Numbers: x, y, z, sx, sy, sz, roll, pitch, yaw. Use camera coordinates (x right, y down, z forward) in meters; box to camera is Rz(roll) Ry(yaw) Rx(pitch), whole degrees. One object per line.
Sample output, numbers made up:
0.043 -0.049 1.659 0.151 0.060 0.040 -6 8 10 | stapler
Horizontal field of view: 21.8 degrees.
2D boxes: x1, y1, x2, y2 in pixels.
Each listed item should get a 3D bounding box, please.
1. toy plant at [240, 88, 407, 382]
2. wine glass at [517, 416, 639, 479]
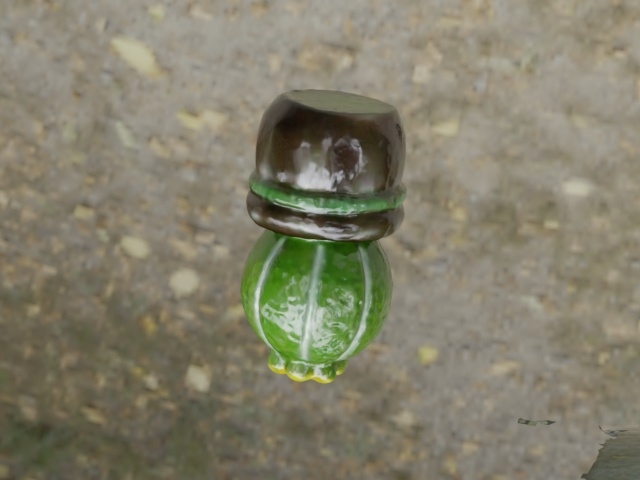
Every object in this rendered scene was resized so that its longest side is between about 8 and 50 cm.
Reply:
0.000 0.000 0.936 0.093 0.093 0.162 9 105 5 | toy plant
0.219 0.153 0.442 0.357 0.190 0.190 4 147 18 | wine glass
